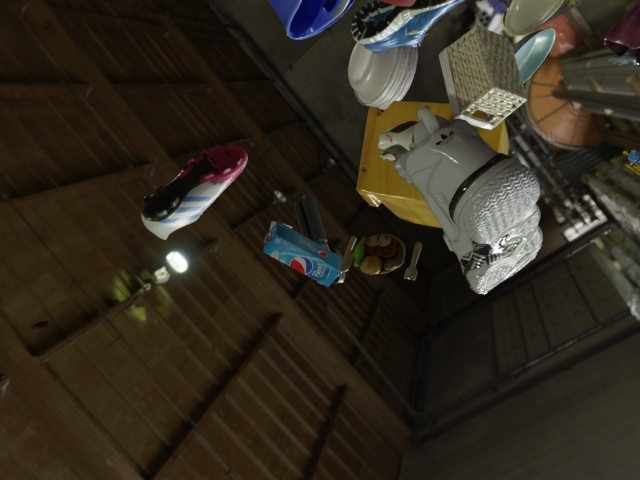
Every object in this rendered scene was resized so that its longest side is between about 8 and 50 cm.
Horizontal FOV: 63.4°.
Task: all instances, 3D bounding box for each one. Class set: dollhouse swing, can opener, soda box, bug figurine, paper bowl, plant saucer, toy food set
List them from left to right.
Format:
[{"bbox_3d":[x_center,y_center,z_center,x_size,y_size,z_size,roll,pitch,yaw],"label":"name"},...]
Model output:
[{"bbox_3d":[-0.046,0.037,1.377,0.210,0.067,0.071,29,-152,-20],"label":"soda box"},{"bbox_3d":[0.000,0.000,1.552,0.095,0.076,0.284,10,-125,-46],"label":"can opener"},{"bbox_3d":[0.202,-0.619,1.832,0.148,0.284,0.284,7,-136,-26],"label":"paper bowl"},{"bbox_3d":[0.146,0.030,1.265,0.039,0.191,0.133,69,-147,-47],"label":"toy food set"},{"bbox_3d":[0.328,-0.184,1.405,0.305,0.346,0.316,-3,-77,-59],"label":"dollhouse swing"},{"bbox_3d":[0.497,-0.449,1.288,0.037,0.195,0.195,51,-160,21],"label":"plant saucer"},{"bbox_3d":[1.002,-0.179,1.494,0.216,0.072,0.279,30,-155,-5],"label":"bug figurine"}]

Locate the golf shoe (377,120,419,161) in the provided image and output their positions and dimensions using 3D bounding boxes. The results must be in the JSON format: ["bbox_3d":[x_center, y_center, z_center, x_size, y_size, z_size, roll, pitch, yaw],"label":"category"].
[{"bbox_3d":[0.185,-0.206,1.090,0.273,0.120,0.105,-12,-76,-81],"label":"golf shoe"}]

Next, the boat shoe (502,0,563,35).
[{"bbox_3d":[0.544,-0.647,1.232,0.116,0.325,0.097,22,-155,-23],"label":"boat shoe"}]

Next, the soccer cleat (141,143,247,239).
[{"bbox_3d":[-0.332,-0.133,1.384,0.116,0.331,0.143,41,156,20],"label":"soccer cleat"}]

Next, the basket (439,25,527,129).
[{"bbox_3d":[0.322,-0.324,1.028,0.113,0.103,0.167,7,-116,-30],"label":"basket"}]

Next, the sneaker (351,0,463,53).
[{"bbox_3d":[0.249,-0.598,1.353,0.147,0.329,0.130,17,-124,-62],"label":"sneaker"}]

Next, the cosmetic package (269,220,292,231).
[{"bbox_3d":[-0.136,-0.029,1.777,0.115,0.041,0.060,12,-92,-75],"label":"cosmetic package"}]

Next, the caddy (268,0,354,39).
[{"bbox_3d":[0.012,-0.650,1.286,0.241,0.341,0.179,-32,-95,-33],"label":"caddy"}]

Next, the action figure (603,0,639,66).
[{"bbox_3d":[0.830,-0.587,1.200,0.248,0.370,0.275,29,-167,11],"label":"action figure"}]

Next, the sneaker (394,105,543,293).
[{"bbox_3d":[0.238,-0.060,0.834,0.210,0.137,0.366,57,-178,32],"label":"sneaker"}]

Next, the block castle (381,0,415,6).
[{"bbox_3d":[0.079,-0.557,0.619,0.212,0.454,0.303,-10,-131,-26],"label":"block castle"}]
